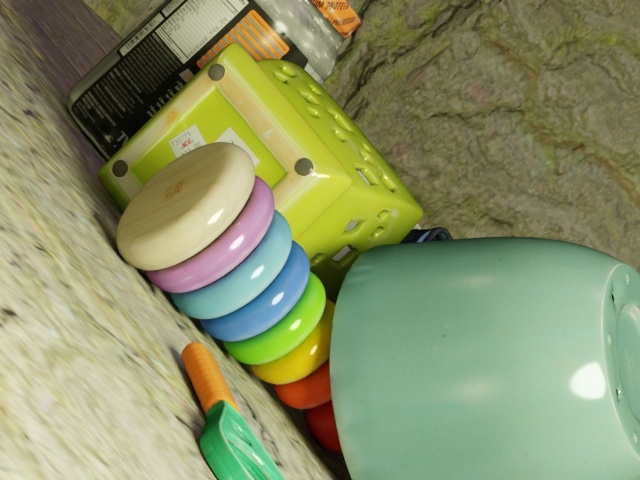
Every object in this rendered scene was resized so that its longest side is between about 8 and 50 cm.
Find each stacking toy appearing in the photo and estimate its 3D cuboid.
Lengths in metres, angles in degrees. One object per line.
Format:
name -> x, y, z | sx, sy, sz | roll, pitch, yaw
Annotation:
stacking toy -> -0.034, 0.071, 1.459 | 0.330, 0.141, 0.141 | 51, 2, -27

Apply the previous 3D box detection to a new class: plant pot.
plant pot -> 0.182, 0.128, 1.464 | 0.293, 0.235, 0.293 | 30, 54, -55
plant pot -> -0.069, -0.048, 1.605 | 0.227, 0.228, 0.207 | 51, 10, 21

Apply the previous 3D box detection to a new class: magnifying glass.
magnifying glass -> -0.062, 0.136, 1.151 | 0.092, 0.026, 0.231 | 46, 3, -29

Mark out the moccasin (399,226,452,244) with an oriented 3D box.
moccasin -> 0.081, 0.097, 1.692 | 0.138, 0.117, 0.342 | 44, 32, -32

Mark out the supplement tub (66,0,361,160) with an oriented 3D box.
supplement tub -> -0.118, -0.198, 1.848 | 0.193, 0.316, 0.193 | 48, 3, -3

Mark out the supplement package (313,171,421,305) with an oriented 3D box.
supplement package -> 0.000, 0.000, 1.991 | 0.204, 0.145, 0.262 | 49, -13, 15
